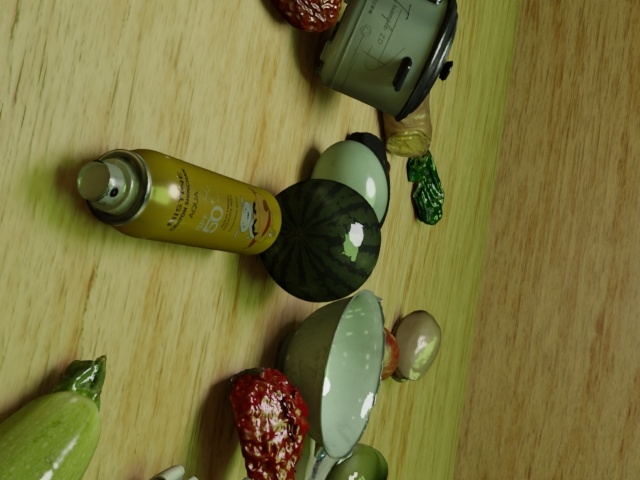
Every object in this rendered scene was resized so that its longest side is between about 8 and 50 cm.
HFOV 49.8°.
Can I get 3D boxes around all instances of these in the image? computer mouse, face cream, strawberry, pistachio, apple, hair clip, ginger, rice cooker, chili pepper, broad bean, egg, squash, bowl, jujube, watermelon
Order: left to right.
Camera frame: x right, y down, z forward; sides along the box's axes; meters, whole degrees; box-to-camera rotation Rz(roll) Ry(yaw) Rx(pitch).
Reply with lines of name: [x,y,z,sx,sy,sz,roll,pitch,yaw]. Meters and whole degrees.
squash: [-0.276,0.229,0.673,0.287,0.137,0.137,-47,138,-57]
face cream: [-0.169,-0.045,0.867,0.349,0.105,0.105,15,83,-66]
strawberry: [-0.067,0.314,1.092,0.190,0.111,0.236,87,-8,-78]
jujube: [-0.033,-0.410,1.092,0.176,0.109,0.112,37,26,-55]
hair clip: [-0.007,0.467,1.430,0.218,0.071,0.159,-43,127,-56]
watermelon: [0.000,0.000,1.143,0.212,0.212,0.212,7,90,-67]
bowl: [0.004,0.239,1.295,0.313,0.146,0.313,6,90,-66]
egg: [0.052,-0.093,1.309,0.149,0.149,0.192,-30,121,-62]
broad bean: [0.067,0.581,1.578,0.291,0.119,0.238,-41,141,-54]
computer mouse: [0.094,-0.093,1.474,0.170,0.100,0.269,56,46,-60]
apple: [0.101,0.252,1.539,0.131,0.146,0.146,-34,128,-49]
rice cooker: [0.131,-0.351,1.248,0.280,0.227,0.241,-74,-172,-58]
ginger: [0.197,-0.332,1.624,0.190,0.126,0.354,-74,160,-46]
pistachio: [0.261,0.294,1.936,0.215,0.144,0.144,-62,149,-29]
chili pepper: [0.303,-0.154,1.971,0.099,0.083,0.253,-54,141,-33]

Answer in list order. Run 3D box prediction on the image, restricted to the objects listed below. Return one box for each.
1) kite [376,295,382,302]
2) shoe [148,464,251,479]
kite: [0.115,0.217,1.725,0.244,0.006,0.198,-56,145,-47]
shoe: [-0.200,0.392,0.872,0.351,0.172,0.198,36,25,-44]
